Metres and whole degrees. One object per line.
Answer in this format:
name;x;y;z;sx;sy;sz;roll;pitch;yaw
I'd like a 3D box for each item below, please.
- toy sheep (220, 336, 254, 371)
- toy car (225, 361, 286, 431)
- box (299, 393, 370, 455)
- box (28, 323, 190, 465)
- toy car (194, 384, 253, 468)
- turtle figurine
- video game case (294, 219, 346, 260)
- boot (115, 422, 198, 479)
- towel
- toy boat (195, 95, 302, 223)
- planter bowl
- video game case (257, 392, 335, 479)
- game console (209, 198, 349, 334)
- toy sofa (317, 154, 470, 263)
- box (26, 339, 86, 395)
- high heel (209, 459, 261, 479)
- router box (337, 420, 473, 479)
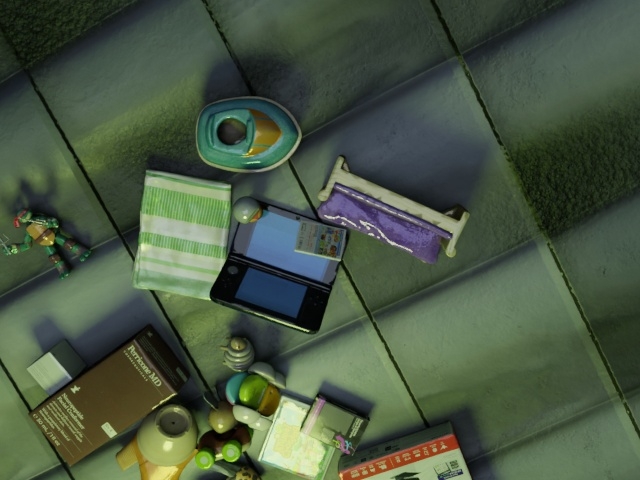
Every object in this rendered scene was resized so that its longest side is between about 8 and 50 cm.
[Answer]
toy sheep;-0.220;0.310;1.733;0.091;0.091;0.132;0;130;4
toy car;-0.185;0.407;1.709;0.136;0.182;0.159;10;67;26
box;0.039;0.503;1.754;0.162;0.029;0.116;26;101;0
box;-0.571;0.421;1.750;0.381;0.143;0.191;-36;96;8
toy car;-0.278;0.492;1.741;0.149;0.155;0.188;-17;89;7
turtle figurine;-0.732;-0.013;1.693;0.175;0.118;0.234;-36;112;24
video game case;0.000;0.000;1.656;0.122;0.011;0.087;12;68;-2
boot;-0.415;0.647;1.797;0.211;0.104;0.295;-35;92;10
towel;-0.368;-0.012;1.707;0.248;0.038;0.324;10;101;1
toy boat;-0.178;-0.199;1.586;0.268;0.148;0.318;-3;90;5
planter bowl;-0.397;0.500;1.703;0.162;0.162;0.109;26;135;-1
video game case;-0.052;0.553;1.794;0.193;0.023;0.212;20;101;0
game console;-0.102;0.064;1.640;0.293;0.250;0.173;18;128;1
toy sofa;0.171;-0.067;1.602;0.363;0.150;0.177;24;100;-1
box;-0.722;0.347;1.764;0.087;0.101;0.102;-37;98;9
high heel;-0.278;0.748;1.807;0.186;0.093;0.261;17;92;7
router box;0.258;0.694;1.768;0.336;0.082;0.301;-22;98;7
